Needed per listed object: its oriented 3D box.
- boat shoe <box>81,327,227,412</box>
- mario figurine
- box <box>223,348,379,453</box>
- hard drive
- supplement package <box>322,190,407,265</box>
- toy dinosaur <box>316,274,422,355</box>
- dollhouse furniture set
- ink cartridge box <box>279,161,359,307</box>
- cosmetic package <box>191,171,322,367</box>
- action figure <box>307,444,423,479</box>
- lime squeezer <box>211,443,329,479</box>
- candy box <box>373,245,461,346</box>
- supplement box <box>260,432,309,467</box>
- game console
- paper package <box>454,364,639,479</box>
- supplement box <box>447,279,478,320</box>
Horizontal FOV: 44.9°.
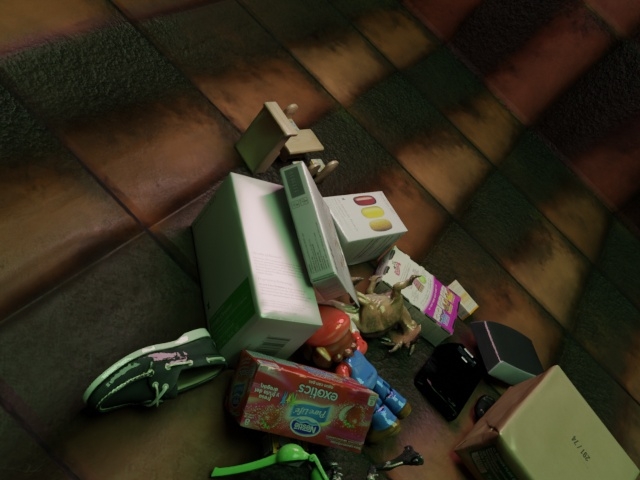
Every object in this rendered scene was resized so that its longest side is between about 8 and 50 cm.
[{"bbox_3d":[-0.281,0.241,1.376,0.091,0.114,0.303,48,37,15],"label":"boat shoe"},{"bbox_3d":[0.045,0.282,1.672,0.320,0.170,0.198,54,1,-3],"label":"mario figurine"},{"bbox_3d":[-0.037,0.305,1.476,0.257,0.122,0.128,19,-1,-22],"label":"box"},{"bbox_3d":[0.511,0.306,2.076,0.255,0.054,0.171,24,39,-40],"label":"hard drive"},{"bbox_3d":[0.077,-0.027,1.957,0.244,0.134,0.139,-11,62,-48],"label":"supplement package"},{"bbox_3d":[0.134,0.184,1.830,0.296,0.127,0.200,-2,89,-26],"label":"toy dinosaur"},{"bbox_3d":[-0.077,-0.270,2.028,0.242,0.161,0.212,-14,65,-49],"label":"dollhouse furniture set"},{"bbox_3d":[0.000,0.000,1.679,0.239,0.060,0.275,59,13,-64],"label":"ink cartridge box"},{"bbox_3d":[-0.141,0.064,1.614,0.155,0.197,0.365,12,45,-35],"label":"cosmetic package"},{"bbox_3d":[0.063,0.483,1.451,0.276,0.141,0.164,-12,69,-19],"label":"action figure"},{"bbox_3d":[-0.029,0.424,1.359,0.311,0.058,0.109,22,56,9],"label":"lime squeezer"},{"bbox_3d":[0.244,0.143,2.000,0.233,0.071,0.159,39,37,-8],"label":"candy box"},{"bbox_3d":[-0.069,0.396,1.482,0.083,0.043,0.055,18,42,-31],"label":"supplement box"},{"bbox_3d":[0.395,0.417,1.901,0.361,0.044,0.213,47,38,5],"label":"game console"},{"bbox_3d":[0.523,0.506,1.773,0.309,0.168,0.324,-33,84,-42],"label":"paper package"},{"bbox_3d":[0.382,0.164,2.137,0.098,0.036,0.062,51,37,9],"label":"supplement box"}]
